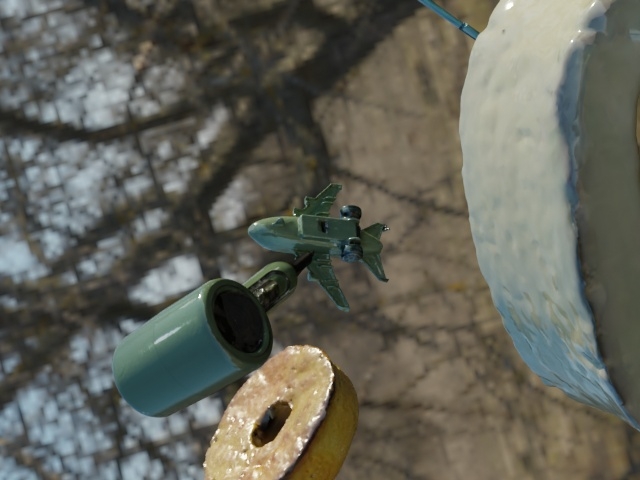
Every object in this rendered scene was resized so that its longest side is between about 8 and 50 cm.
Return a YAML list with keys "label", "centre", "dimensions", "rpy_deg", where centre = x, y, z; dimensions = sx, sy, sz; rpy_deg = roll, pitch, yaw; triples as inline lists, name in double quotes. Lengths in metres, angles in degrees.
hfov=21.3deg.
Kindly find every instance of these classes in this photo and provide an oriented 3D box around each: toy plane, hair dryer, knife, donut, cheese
- label: "toy plane"
  centre: [0.001, -0.001, 0.935]
  dimensions: [0.033, 0.083, 0.080]
  rpy_deg: [132, 142, -53]
- label: "hair dryer"
  centre: [-0.040, 0.032, 0.852]
  dimensions: [0.047, 0.071, 0.150]
  rpy_deg: [56, -146, -6]
- label: "knife"
  centre: [0.114, -0.169, 1.350]
  dimensions: [0.091, 0.005, 0.014]
  rpy_deg: [33, 167, -14]
- label: "donut"
  centre: [-0.028, 0.163, 1.417]
  dimensions: [0.058, 0.152, 0.152]
  rpy_deg: [36, -158, -31]
- label: "cheese"
  centre: [0.247, -0.038, 1.057]
  dimensions: [0.153, 0.292, 0.332]
  rpy_deg: [30, 144, 65]
